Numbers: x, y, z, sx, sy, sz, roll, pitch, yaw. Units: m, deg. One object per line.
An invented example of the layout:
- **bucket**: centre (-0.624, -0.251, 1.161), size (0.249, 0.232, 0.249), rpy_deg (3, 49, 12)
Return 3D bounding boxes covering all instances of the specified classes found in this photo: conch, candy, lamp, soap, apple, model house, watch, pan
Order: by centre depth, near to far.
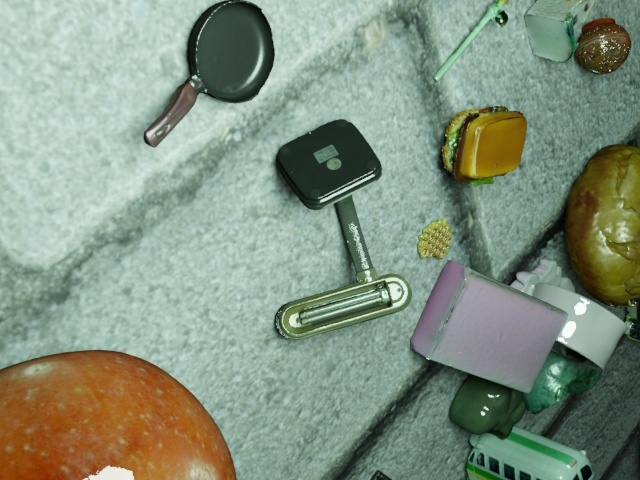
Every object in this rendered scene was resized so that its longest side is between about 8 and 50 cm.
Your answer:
- **apple**: centre (-0.246, 0.282, 0.664), size (0.348, 0.277, 0.348), rpy_deg (-21, 122, -38)
- **pan**: centre (-0.128, -0.178, 0.737), size (0.212, 0.040, 0.115), rpy_deg (-52, 137, -23)
- **lamp**: centre (-0.002, -0.002, 0.917), size (0.203, 0.124, 0.283), rpy_deg (-25, 131, -10)
- **candy**: centre (0.268, -0.359, 1.034), size (0.287, 0.078, 0.084), rpy_deg (-49, 139, -4)
- **model house**: centre (0.421, -0.378, 1.149), size (0.100, 0.088, 0.100), rpy_deg (-49, 139, -14)
- **soap**: centre (0.316, 0.164, 1.241), size (0.259, 0.081, 0.181), rpy_deg (21, 95, -26)
- **watch**: centre (0.527, 0.163, 1.405), size (0.244, 0.231, 0.196), rpy_deg (33, 83, -43)
- **conch**: centre (0.573, 0.313, 1.598), size (0.196, 0.134, 0.202), rpy_deg (-37, 157, 33)

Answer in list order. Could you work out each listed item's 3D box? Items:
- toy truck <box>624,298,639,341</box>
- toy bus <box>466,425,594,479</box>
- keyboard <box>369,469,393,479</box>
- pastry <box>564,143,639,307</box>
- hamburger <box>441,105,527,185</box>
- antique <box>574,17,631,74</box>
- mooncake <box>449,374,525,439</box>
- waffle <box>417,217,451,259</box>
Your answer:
- **toy truck**: centre (0.944, 0.157, 1.895), size (0.157, 0.124, 0.272), rpy_deg (-44, 131, -35)
- **toy bus**: centre (0.455, 0.504, 1.466), size (0.134, 0.276, 0.164), rpy_deg (-29, 116, -33)
- **keyboard**: centre (0.142, 0.520, 1.352), size (0.061, 0.013, 0.204), rpy_deg (-53, 136, -12)
- **pastry**: centre (0.655, -0.033, 1.453), size (0.356, 0.164, 0.356), rpy_deg (-5, 96, -49)
- **hamburger**: centre (0.262, -0.156, 1.098), size (0.166, 0.087, 0.137), rpy_deg (-10, 116, -40)
- **antique**: centre (0.533, -0.362, 1.258), size (0.104, 0.104, 0.104), rpy_deg (-21, 122, -37)
- **mooncake**: centre (0.358, 0.360, 1.428), size (0.175, 0.104, 0.168), rpy_deg (-15, 125, -36)
- **waffle**: centre (0.200, 0.001, 1.164), size (0.085, 0.016, 0.078), rpy_deg (-13, 113, -41)
